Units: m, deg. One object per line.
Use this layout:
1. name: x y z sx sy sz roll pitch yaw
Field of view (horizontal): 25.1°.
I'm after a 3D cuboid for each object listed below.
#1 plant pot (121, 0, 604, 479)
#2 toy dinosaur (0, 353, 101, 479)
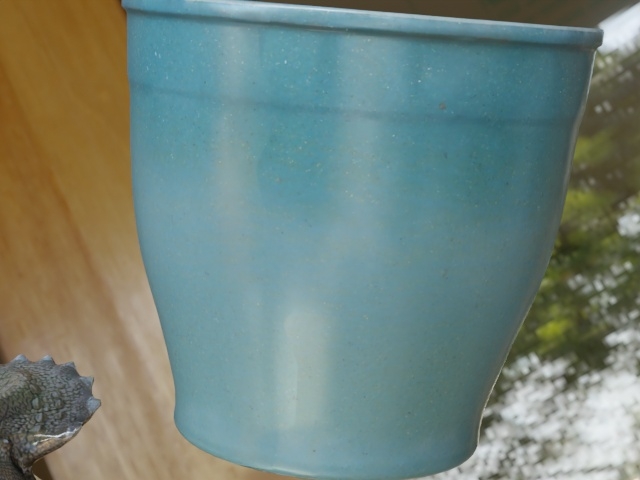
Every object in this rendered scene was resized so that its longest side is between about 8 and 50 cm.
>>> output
1. plant pot: 0.014 -0.006 0.832 0.271 0.255 0.271 5 9 -1
2. toy dinosaur: -0.095 0.146 0.474 0.121 0.160 0.313 -33 -25 -37
